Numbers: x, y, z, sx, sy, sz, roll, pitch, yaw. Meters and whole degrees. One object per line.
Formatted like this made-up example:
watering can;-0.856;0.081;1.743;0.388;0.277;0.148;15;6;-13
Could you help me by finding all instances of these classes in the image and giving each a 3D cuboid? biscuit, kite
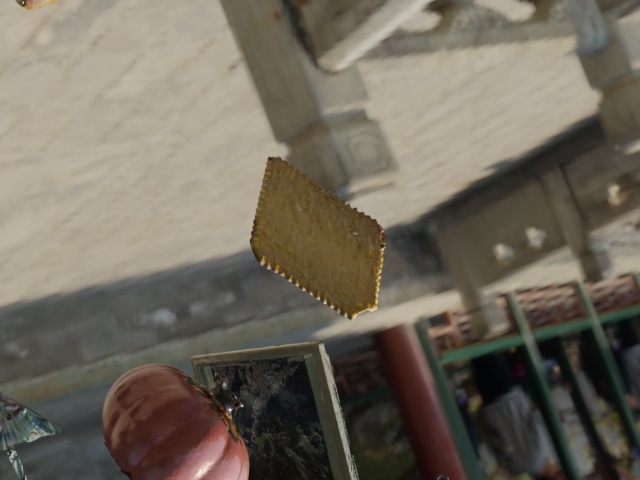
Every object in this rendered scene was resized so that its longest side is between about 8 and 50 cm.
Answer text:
biscuit;0.000;0.000;1.964;0.232;0.237;0.013;33;128;-21
kite;-0.387;0.255;1.657;0.139;0.157;0.011;-19;-176;-5

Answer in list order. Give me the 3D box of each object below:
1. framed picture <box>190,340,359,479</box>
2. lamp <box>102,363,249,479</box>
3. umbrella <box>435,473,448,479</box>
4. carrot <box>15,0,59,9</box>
framed picture;-0.066;0.245;1.817;0.019;0.209;0.281;-16;-179;-43
lamp;-0.144;0.205;1.391;0.140;0.182;0.182;-38;172;-8
umbrella;0.146;0.363;1.759;0.022;0.122;0.013;18;-165;0
carrot;-0.217;-0.360;1.599;0.342;0.070;0.070;-27;174;-25
